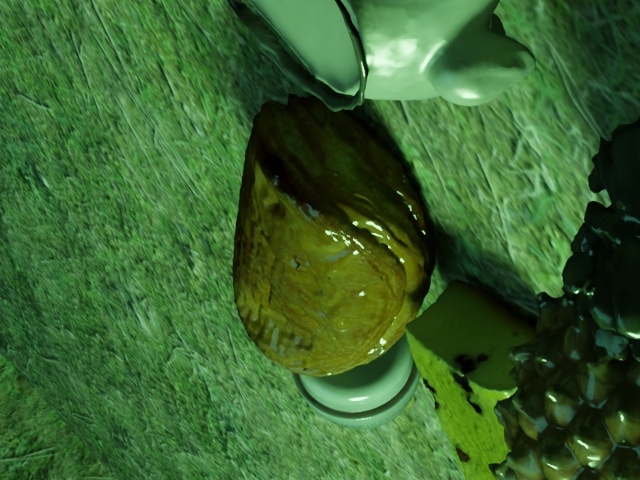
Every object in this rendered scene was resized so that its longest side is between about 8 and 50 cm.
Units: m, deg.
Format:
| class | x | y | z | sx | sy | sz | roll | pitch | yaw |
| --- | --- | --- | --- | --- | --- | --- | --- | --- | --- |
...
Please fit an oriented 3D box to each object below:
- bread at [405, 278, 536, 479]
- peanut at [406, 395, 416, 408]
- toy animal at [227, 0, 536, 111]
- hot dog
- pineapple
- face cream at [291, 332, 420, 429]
| class | x | y | z | sx | sy | sz | roll | pitch | yaw |
| --- | --- | --- | --- | --- | --- | --- | --- | --- | --- |
| bread | 0.179 | 0.200 | 1.642 | 0.138 | 0.077 | 0.361 | 34 | 155 | 48 |
| peanut | 0.062 | 0.120 | 1.857 | 0.083 | 0.037 | 0.037 | 52 | 163 | 4 |
| toy animal | 0.000 | -0.219 | 1.149 | 0.325 | 0.154 | 0.208 | 60 | 155 | -9 |
| hot dog | 0.000 | 0.000 | 1.631 | 0.196 | 0.122 | 0.272 | 48 | 156 | 25 |
| pineapple | 0.205 | 0.062 | 1.137 | 0.223 | 0.223 | 0.357 | 38 | 147 | 39 |
| face cream | 0.033 | 0.109 | 1.774 | 0.117 | 0.117 | 0.104 | 45 | 169 | 21 |
